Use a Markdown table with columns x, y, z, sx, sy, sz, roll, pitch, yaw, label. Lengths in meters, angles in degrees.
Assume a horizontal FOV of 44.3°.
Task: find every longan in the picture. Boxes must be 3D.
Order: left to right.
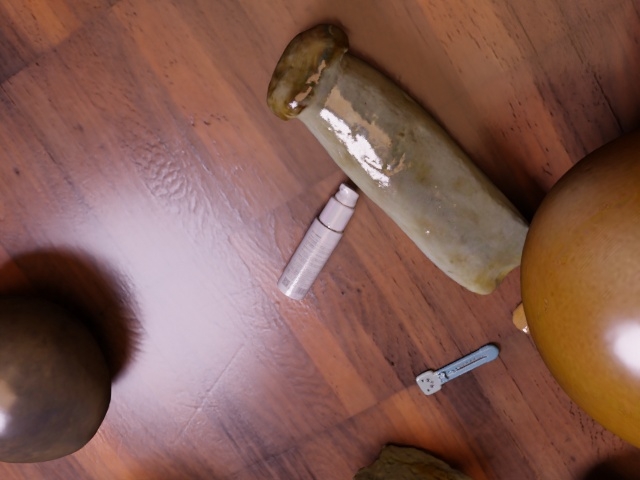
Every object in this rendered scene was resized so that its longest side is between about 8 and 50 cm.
| x | y | z | sx | sy | sz | roll | pitch | yaw | label |
| --- | --- | --- | --- | --- | --- | --- | --- | --- | --- |
| -0.306 | 0.144 | 0.808 | 0.167 | 0.167 | 0.187 | -42 | 124 | 15 | longan |

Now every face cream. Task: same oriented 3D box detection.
| x | y | z | sx | sy | sz | roll | pitch | yaw | label |
| --- | --- | --- | --- | --- | --- | --- | --- | --- | --- |
| 0.000 | 0.000 | 0.800 | 0.034 | 0.034 | 0.130 | 28 | 109 | -7 | face cream |

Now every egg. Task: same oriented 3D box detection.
| x | y | z | sx | sy | sz | roll | pitch | yaw | label |
| --- | --- | --- | --- | --- | --- | --- | --- | --- | --- |
| 0.337 | 0.047 | 0.646 | 0.351 | 0.282 | 0.283 | 14 | 110 | -7 | egg |

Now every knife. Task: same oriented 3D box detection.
| x | y | z | sx | sy | sz | roll | pitch | yaw | label |
| --- | --- | --- | --- | --- | --- | --- | --- | --- | --- |
| 0.150 | 0.139 | 0.854 | 0.096 | 0.010 | 0.027 | -30 | 106 | 12 | knife |

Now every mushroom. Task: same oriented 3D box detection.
| x | y | z | sx | sy | sz | roll | pitch | yaw | label |
| --- | --- | --- | --- | --- | --- | --- | --- | --- | --- |
| 0.080 | -0.073 | 0.750 | 0.312 | 0.081 | 0.100 | 42 | 110 | -15 | mushroom |

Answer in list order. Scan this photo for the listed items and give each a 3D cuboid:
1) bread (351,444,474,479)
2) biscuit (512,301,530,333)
| x | y | z | sx | sy | sz | roll | pitch | yaw | label |
| --- | --- | --- | --- | --- | --- | --- | --- | --- | --- |
| 0.075 | 0.376 | 0.880 | 0.152 | 0.130 | 0.268 | 8 | 110 | -9 | bread |
| 0.325 | 0.102 | 0.819 | 0.224 | 0.033 | 0.144 | 37 | 107 | -10 | biscuit |
